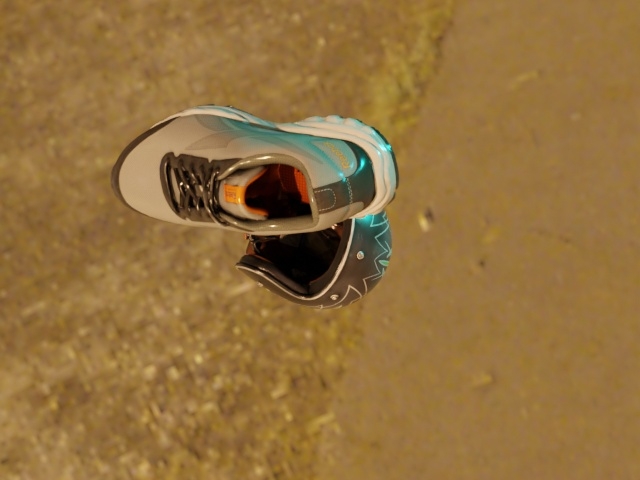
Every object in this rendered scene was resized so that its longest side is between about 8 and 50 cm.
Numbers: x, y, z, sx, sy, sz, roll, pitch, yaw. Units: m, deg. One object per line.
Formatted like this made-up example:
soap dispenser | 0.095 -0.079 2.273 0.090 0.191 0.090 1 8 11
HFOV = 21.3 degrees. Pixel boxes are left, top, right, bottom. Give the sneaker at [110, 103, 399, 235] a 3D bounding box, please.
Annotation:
sneaker | -0.073 -0.053 1.400 0.271 0.100 0.108 1 19 36

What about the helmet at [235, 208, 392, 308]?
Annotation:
helmet | 0.000 0.000 1.912 0.161 0.169 0.169 18 35 3
